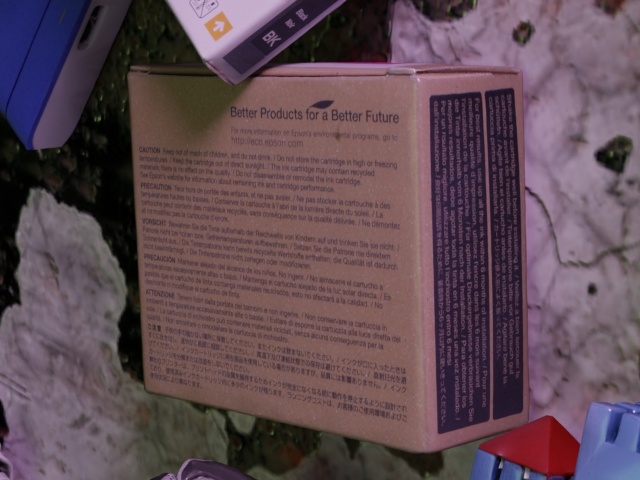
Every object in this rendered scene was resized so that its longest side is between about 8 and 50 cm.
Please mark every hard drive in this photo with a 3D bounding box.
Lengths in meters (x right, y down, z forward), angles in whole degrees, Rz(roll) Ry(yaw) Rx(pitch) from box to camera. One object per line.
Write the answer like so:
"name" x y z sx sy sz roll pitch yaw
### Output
"hard drive" -0.228 -0.246 1.226 0.319 0.040 0.210 52 131 28

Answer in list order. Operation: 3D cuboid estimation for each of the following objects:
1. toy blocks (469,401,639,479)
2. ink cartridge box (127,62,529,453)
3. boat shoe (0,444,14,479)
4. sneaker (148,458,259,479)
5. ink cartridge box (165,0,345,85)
"toy blocks" 0.163 0.191 0.808 0.381 0.190 0.261 16 97 45
"ink cartridge box" 0.000 0.000 0.989 0.234 0.088 0.193 7 101 47
"boat shoe" -0.256 0.173 1.308 0.084 0.095 0.258 -23 91 43
"sneaker" -0.053 0.182 0.960 0.132 0.229 0.086 30 103 3
"ink cartridge box" -0.020 -0.223 0.954 0.208 0.045 0.206 -36 66 10
